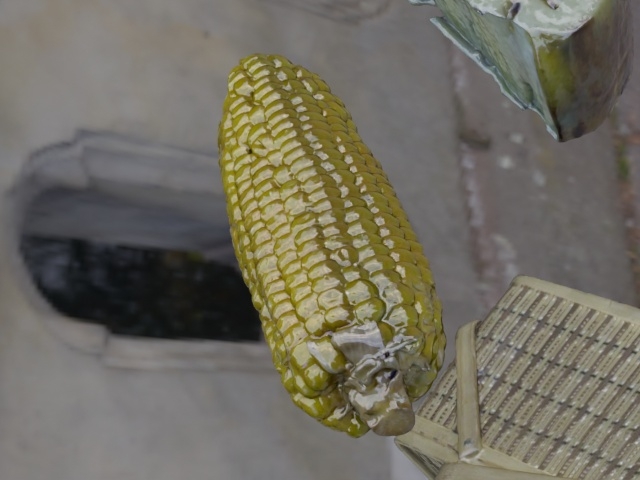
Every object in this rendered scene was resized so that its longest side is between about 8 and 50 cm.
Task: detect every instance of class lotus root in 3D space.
[{"bbox_3d":[0.151,-0.196,1.407,0.138,0.119,0.235,-38,58,-18],"label":"lotus root"}]

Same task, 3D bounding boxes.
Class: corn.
[{"bbox_3d":[0.000,0.000,0.965,0.097,0.097,0.262,-45,44,24],"label":"corn"}]

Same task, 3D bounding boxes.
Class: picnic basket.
[{"bbox_3d":[0.221,0.178,1.250,0.175,0.228,0.313,-51,31,-14],"label":"picnic basket"}]
